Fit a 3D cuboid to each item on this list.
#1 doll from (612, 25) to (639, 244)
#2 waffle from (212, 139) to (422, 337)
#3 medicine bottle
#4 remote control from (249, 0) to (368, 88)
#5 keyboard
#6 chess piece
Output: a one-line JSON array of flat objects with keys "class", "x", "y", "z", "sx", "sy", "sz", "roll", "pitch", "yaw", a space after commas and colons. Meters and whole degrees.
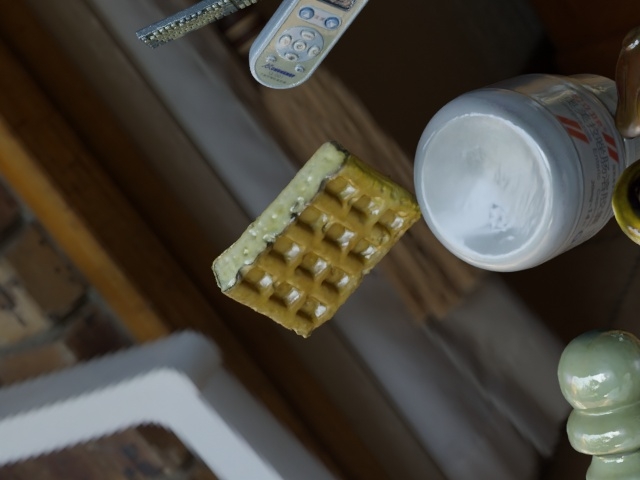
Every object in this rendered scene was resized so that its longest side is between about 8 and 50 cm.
[{"class": "doll", "x": 0.471, "y": -0.140, "z": 1.754, "sx": 0.209, "sy": 0.340, "sz": 0.318, "roll": 103, "pitch": 173, "yaw": -72}, {"class": "waffle", "x": 0.000, "y": 0.000, "z": 2.217, "sx": 0.248, "sy": 0.221, "sz": 0.055, "roll": -48, "pitch": 55, "yaw": 7}, {"class": "medicine bottle", "x": 0.296, "y": -0.105, "z": 2.277, "sx": 0.245, "sy": 0.245, "sz": 0.306, "roll": -18, "pitch": 3, "yaw": 38}, {"class": "remote control", "x": -0.008, "y": -0.281, "z": 2.092, "sx": 0.244, "sy": 0.087, "sz": 0.047, "roll": -49, "pitch": 32, "yaw": 38}, {"class": "keyboard", "x": -0.128, "y": -0.268, "z": 1.958, "sx": 0.176, "sy": 0.014, "sz": 0.055, "roll": -24, "pitch": -11, "yaw": 6}, {"class": "chess piece", "x": 0.332, "y": 0.219, "z": 1.864, "sx": 0.144, "sy": 0.251, "sz": 0.144, "roll": -15, "pitch": 9, "yaw": 2}]
